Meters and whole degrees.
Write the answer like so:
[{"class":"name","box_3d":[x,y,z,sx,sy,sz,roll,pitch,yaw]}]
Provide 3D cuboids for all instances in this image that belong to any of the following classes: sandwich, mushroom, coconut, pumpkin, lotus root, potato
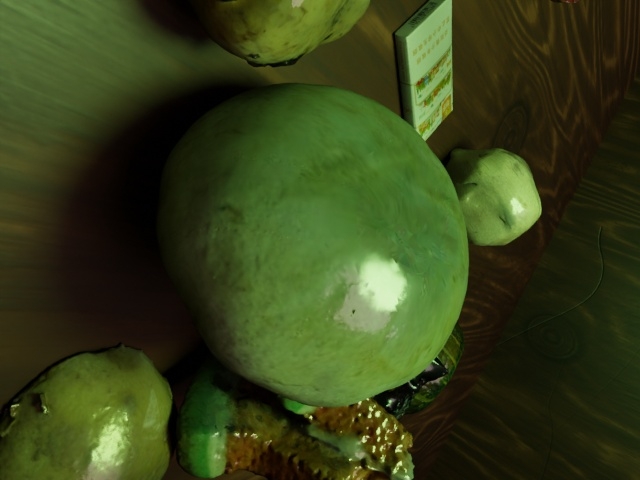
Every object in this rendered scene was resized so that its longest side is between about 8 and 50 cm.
[{"class":"sandwich","box_3d":[-0.017,0.208,0.661,0.250,0.301,0.162,-48,160,-54]},{"class":"mushroom","box_3d":[0.000,0.000,0.558,0.352,0.260,0.352,15,65,-36]},{"class":"coconut","box_3d":[0.340,-0.099,1.088,0.224,0.224,0.224,-36,141,-36]},{"class":"pumpkin","box_3d":[0.197,0.263,1.194,0.260,0.189,0.260,-53,172,-11]},{"class":"lotus root","box_3d":[-0.035,-0.235,0.471,0.257,0.140,0.154,-26,122,-58]},{"class":"potato","box_3d":[-0.252,0.273,0.595,0.239,0.116,0.299,8,109,-63]}]

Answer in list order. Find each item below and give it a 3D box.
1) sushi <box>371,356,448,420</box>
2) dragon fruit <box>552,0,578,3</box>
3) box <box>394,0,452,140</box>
[{"class":"sushi","box_3d":[0.050,0.231,0.944,0.227,0.215,0.212,-49,149,21]},{"class":"dragon fruit","box_3d":[0.593,-0.511,1.010,0.286,0.329,0.228,-55,155,-13]},{"class":"box","box_3d":[0.174,-0.268,0.858,0.122,0.032,0.220,-48,146,-22]}]
